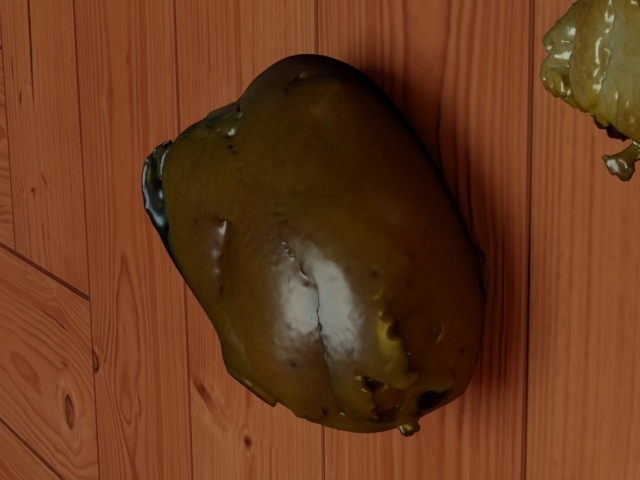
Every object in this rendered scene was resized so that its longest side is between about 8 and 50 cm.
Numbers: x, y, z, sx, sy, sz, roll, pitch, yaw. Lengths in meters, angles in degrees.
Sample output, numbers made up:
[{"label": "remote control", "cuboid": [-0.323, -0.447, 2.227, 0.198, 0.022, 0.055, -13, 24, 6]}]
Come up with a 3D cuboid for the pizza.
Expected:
[{"label": "pizza", "cuboid": [0.173, -0.085, 0.675, 0.194, 0.069, 0.154, -173, 77, -67]}]

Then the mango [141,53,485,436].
[{"label": "mango", "cuboid": [0.000, 0.000, 0.916, 0.287, 0.153, 0.201, 60, 147, 35]}]
